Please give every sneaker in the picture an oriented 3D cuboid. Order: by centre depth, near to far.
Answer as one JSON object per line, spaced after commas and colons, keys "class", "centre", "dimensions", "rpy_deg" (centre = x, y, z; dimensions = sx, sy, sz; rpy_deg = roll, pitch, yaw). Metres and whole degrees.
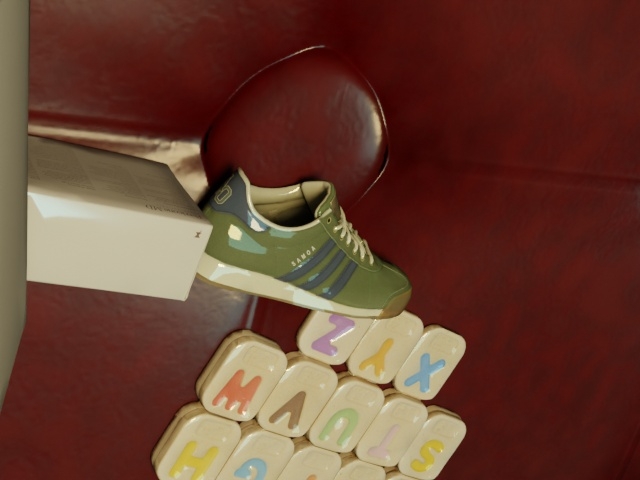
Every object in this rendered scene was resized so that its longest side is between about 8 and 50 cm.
{"class": "sneaker", "centre": [0.000, 0.000, 0.693], "dimensions": [0.192, 0.064, 0.086], "rpy_deg": [13, 114, -30]}

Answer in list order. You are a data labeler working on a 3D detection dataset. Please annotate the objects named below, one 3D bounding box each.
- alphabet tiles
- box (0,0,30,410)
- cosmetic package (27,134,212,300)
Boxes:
{"class": "alphabet tiles", "centre": [0.002, 0.176, 0.820], "dimensions": [0.284, 0.021, 0.278], "rpy_deg": [26, 102, -36]}
{"class": "box", "centre": [-0.223, -0.085, 0.343], "dimensions": [0.215, 0.168, 0.345], "rpy_deg": [3, 113, -12]}
{"class": "cosmetic package", "centre": [-0.193, -0.024, 0.556], "dimensions": [0.239, 0.099, 0.060], "rpy_deg": [11, 110, -32]}
